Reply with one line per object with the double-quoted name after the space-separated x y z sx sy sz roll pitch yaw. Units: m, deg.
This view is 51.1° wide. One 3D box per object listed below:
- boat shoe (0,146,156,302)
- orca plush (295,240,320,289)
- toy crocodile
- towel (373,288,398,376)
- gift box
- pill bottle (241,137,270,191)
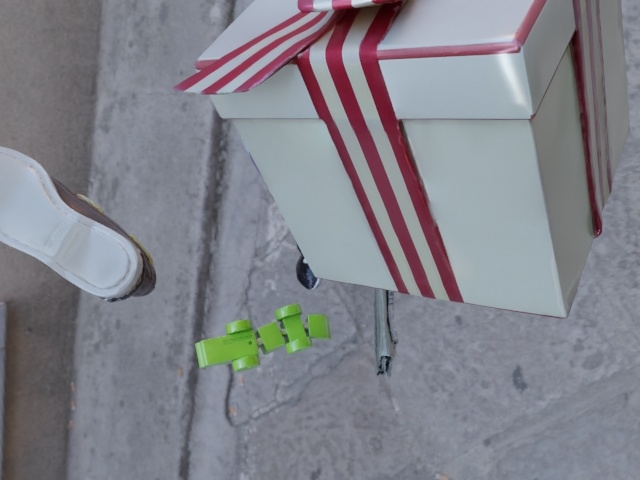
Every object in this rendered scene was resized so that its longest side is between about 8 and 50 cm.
-0.369 -0.021 0.947 0.325 0.096 0.116 32 84 15 "boat shoe"
0.000 0.000 1.493 0.102 0.287 0.151 32 140 4 "orca plush"
-0.132 0.241 1.623 0.105 0.341 0.115 122 131 -65 "toy crocodile"
0.142 0.119 1.425 0.056 0.312 0.323 0 72 3 "towel"
0.066 -0.113 0.500 0.277 0.255 0.258 4 137 30 "gift box"
-0.090 -0.236 1.688 0.181 0.182 0.323 -62 36 26 "pill bottle"
